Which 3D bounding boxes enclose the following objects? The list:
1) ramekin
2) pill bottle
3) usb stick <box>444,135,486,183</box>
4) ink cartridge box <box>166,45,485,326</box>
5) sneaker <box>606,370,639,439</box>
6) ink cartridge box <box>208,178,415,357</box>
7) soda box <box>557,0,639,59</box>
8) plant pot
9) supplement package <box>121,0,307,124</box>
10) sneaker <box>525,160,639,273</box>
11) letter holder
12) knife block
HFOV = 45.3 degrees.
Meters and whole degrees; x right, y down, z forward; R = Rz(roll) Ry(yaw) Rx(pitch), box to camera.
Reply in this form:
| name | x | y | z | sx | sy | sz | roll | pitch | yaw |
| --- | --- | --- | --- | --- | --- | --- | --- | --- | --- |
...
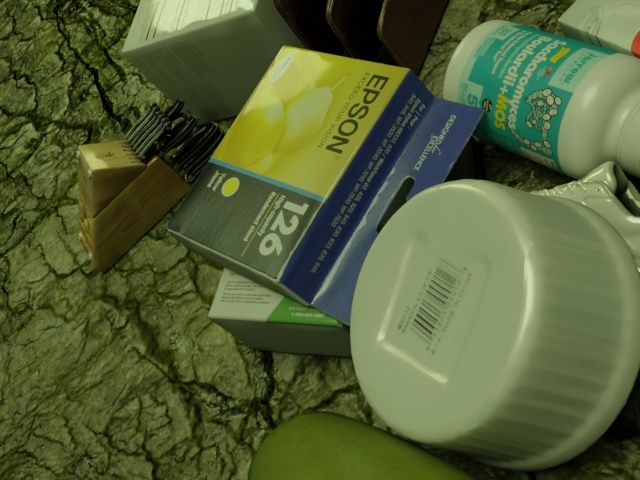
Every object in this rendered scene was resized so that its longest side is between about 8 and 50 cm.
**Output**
| name | x | y | z | sx | sy | sz | roll | pitch | yaw |
| --- | --- | --- | --- | --- | --- | --- | --- | --- | --- |
| ramekin | 0.151 | 0.074 | 0.739 | 0.277 | 0.135 | 0.277 | -27 | 55 | 48 |
| pill bottle | 0.281 | -0.158 | 0.891 | 0.264 | 0.146 | 0.146 | 33 | 83 | 43 |
| usb stick | 0.171 | -0.007 | 0.938 | 0.077 | 0.045 | 0.278 | -16 | 54 | 28 |
| ink cartridge box | -0.007 | -0.085 | 0.935 | 0.307 | 0.072 | 0.304 | 20 | 73 | 42 |
| sneaker | 0.248 | 0.111 | 0.781 | 0.130 | 0.087 | 0.227 | -41 | 52 | -4 |
| ink cartridge box | 0.000 | 0.000 | 1.000 | 0.201 | 0.117 | 0.278 | -1 | 62 | 34 |
| soda box | 0.412 | -0.206 | 0.867 | 0.091 | 0.098 | 0.286 | -46 | 48 | 1 |
| plant pot | 0.042 | 0.290 | 0.713 | 0.275 | 0.275 | 0.293 | -49 | 31 | -2 |
| supplement package | -0.141 | -0.347 | 1.261 | 0.262 | 0.199 | 0.198 | -8 | 57 | 30 |
| sneaker | 0.279 | -0.036 | 0.824 | 0.232 | 0.090 | 0.115 | 19 | 117 | 31 |
| letter holder | 0.083 | -0.417 | 1.144 | 0.152 | 0.214 | 0.302 | 8 | 67 | 37 |
| knife block | -0.277 | -0.095 | 1.288 | 0.088 | 0.242 | 0.276 | 49 | 139 | 44 |
